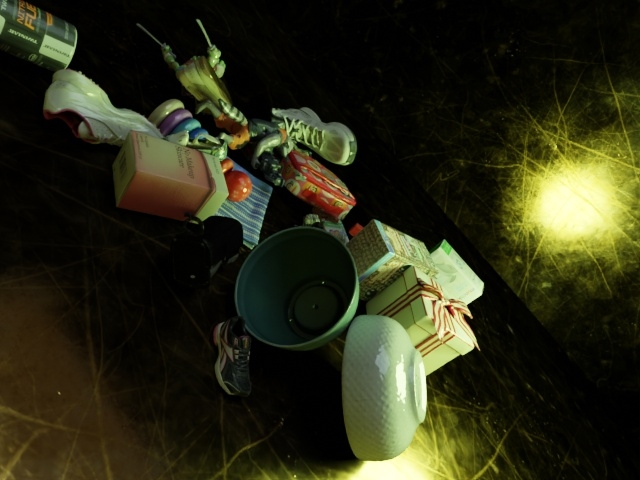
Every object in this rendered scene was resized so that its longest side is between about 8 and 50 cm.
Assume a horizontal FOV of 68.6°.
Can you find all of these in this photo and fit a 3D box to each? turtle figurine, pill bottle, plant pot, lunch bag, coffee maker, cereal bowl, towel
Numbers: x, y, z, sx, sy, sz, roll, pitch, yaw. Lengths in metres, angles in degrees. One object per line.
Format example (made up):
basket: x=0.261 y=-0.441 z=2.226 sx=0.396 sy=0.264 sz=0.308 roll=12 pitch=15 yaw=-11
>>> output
turtle figurine: x=-0.444 y=-0.658 z=1.652 sx=0.274 sy=0.198 sz=0.266 roll=63 pitch=13 yaw=-13
pill bottle: x=-0.732 y=-0.510 z=1.117 sx=0.246 sy=0.130 sz=0.130 roll=13 pitch=42 yaw=-48
plant pot: x=-0.033 y=0.141 z=1.144 sx=0.293 sy=0.293 sz=0.196 roll=66 pitch=4 yaw=32
lunch bag: x=-0.014 y=-0.195 z=1.730 sx=0.293 sy=0.120 sz=0.258 roll=27 pitch=23 yaw=-33
coffee maker: x=-0.252 y=0.003 z=1.083 sx=0.120 sy=0.171 sz=0.178 roll=30 pitch=25 yaw=2
cereal bowl: x=0.166 y=0.339 z=1.102 sx=0.339 sy=0.141 sz=0.338 roll=-7 pitch=90 yaw=-71
towel: x=-0.262 y=-0.139 z=1.412 sx=0.243 sy=0.040 sz=0.336 roll=36 pitch=28 yaw=-20

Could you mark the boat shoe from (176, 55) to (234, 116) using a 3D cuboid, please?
boat shoe: x=-0.375 y=-0.489 z=1.592 sx=0.341 sy=0.110 sz=0.121 roll=58 pitch=9 yaw=-70

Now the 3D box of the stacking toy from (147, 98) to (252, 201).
stacking toy: x=-0.325 y=-0.238 z=1.317 sx=0.330 sy=0.141 sz=0.141 roll=42 pitch=27 yaw=-4

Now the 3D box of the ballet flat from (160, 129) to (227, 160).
ballet flat: x=-0.332 y=-0.253 z=1.210 sx=0.189 sy=0.070 sz=0.070 roll=1 pitch=49 yaw=-30

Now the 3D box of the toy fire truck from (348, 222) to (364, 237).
toy fire truck: x=0.194 y=0.031 z=1.850 sx=0.192 sy=0.047 sz=0.135 roll=40 pitch=26 yaw=-15

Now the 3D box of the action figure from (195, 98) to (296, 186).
action figure: x=-0.212 y=-0.333 z=1.553 sx=0.330 sy=0.178 sz=0.341 roll=5 pitch=34 yaw=-43

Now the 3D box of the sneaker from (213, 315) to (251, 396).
sneaker: x=-0.177 y=0.235 z=0.980 sx=0.072 sy=0.077 sz=0.178 roll=16 pitch=41 yaw=-45

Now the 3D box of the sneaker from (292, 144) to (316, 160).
sneaker: x=-0.067 y=-0.366 z=1.994 sx=0.135 sy=0.058 sz=0.052 roll=47 pitch=26 yaw=1

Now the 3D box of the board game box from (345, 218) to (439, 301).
board game box: x=0.212 y=0.089 z=1.589 sx=0.291 sy=0.232 sz=0.141 roll=20 pitch=37 yaw=-42

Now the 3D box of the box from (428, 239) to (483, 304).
box: x=0.439 y=0.170 z=1.785 sx=0.231 sy=0.262 sz=0.127 roll=50 pitch=27 yaw=3

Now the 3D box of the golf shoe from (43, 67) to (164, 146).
golf shoe: x=-0.527 y=-0.277 z=1.159 sx=0.306 sy=0.115 sz=0.140 roll=33 pitch=55 yaw=-33

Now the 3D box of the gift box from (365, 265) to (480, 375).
gift box: x=0.325 y=0.272 z=1.478 sx=0.255 sy=0.258 sz=0.276 roll=31 pitch=30 yaw=-29

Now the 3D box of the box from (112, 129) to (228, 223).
box: x=-0.365 y=-0.147 z=1.142 sx=0.233 sy=0.127 sz=0.148 roll=12 pitch=43 yaw=-40

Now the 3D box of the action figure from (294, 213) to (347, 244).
action figure: x=0.000 y=0.000 z=1.503 sx=0.164 sy=0.141 sz=0.275 roll=25 pitch=34 yaw=-17

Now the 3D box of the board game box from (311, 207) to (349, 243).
board game box: x=0.052 y=-0.016 z=1.720 sx=0.124 sy=0.039 sz=0.259 roll=21 pitch=39 yaw=-39

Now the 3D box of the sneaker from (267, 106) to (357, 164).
sneaker: x=-0.069 y=-0.419 z=1.898 sx=0.258 sy=0.169 sz=0.447 roll=-10 pitch=36 yaw=-36
